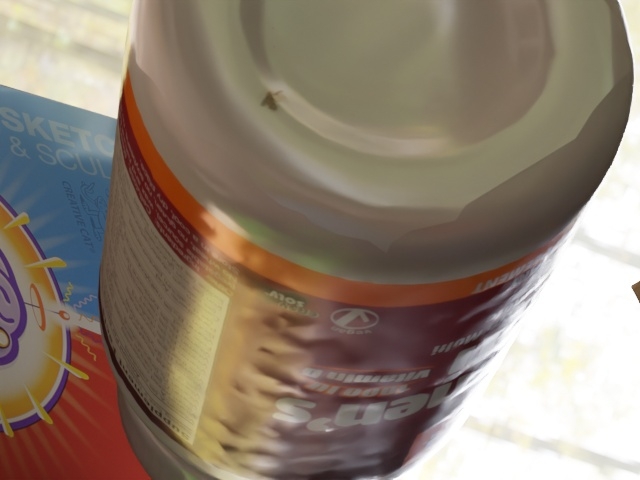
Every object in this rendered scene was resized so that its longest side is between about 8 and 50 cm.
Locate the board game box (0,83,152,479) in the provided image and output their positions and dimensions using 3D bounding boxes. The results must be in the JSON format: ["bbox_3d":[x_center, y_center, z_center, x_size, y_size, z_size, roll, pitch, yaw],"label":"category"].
[{"bbox_3d":[-0.157,0.028,0.669,0.064,0.316,0.242,-48,-131,27],"label":"board game box"}]

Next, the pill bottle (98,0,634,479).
[{"bbox_3d":[0.000,0.000,0.539,0.221,0.121,0.121,107,-4,-61],"label":"pill bottle"}]

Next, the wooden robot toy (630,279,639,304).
[{"bbox_3d":[0.221,0.093,0.986,0.076,0.173,0.079,-45,153,4],"label":"wooden robot toy"}]
